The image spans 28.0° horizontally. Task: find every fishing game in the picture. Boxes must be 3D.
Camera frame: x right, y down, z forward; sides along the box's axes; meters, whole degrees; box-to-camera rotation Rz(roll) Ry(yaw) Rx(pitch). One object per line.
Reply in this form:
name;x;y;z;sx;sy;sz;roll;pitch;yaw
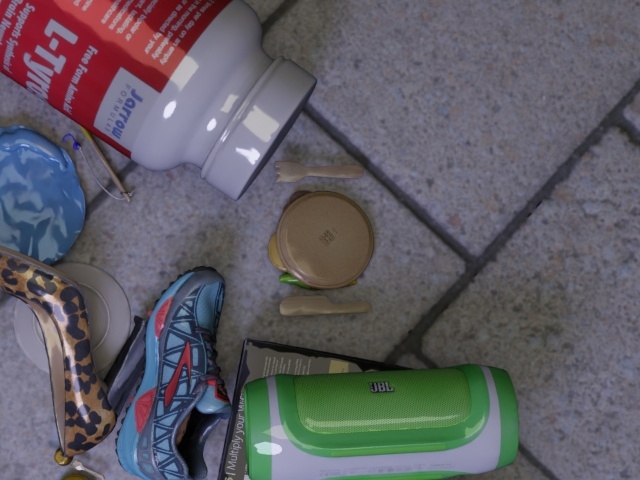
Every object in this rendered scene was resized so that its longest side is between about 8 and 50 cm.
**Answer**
fishing game;-0.378;-0.047;1.555;0.264;0.041;0.189;-37;89;-15

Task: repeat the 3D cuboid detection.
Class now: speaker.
speaker;0.065;0.206;1.438;0.296;0.131;0.131;-2;85;-6

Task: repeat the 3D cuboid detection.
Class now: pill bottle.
pill bottle;-0.218;-0.228;1.488;0.407;0.229;0.229;34;83;0

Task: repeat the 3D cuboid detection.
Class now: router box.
router box;-0.001;0.288;1.530;0.243;0.081;0.309;12;84;-4

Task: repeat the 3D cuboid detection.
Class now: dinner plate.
dinner plate;-0.302;0.096;1.558;0.141;0.017;0.141;0;85;-3

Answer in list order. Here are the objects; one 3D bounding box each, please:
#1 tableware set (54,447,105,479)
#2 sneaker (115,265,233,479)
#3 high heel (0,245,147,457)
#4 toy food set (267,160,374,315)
tableware set;-0.333;0.321;1.532;0.104;0.024;0.154;28;84;2
sneaker;-0.142;0.163;1.502;0.125;0.104;0.262;15;91;34
high heel;-0.332;0.126;1.489;0.261;0.093;0.186;32;82;-17
toy food set;0.000;0.000;1.585;0.132;0.038;0.192;1;79;-12
